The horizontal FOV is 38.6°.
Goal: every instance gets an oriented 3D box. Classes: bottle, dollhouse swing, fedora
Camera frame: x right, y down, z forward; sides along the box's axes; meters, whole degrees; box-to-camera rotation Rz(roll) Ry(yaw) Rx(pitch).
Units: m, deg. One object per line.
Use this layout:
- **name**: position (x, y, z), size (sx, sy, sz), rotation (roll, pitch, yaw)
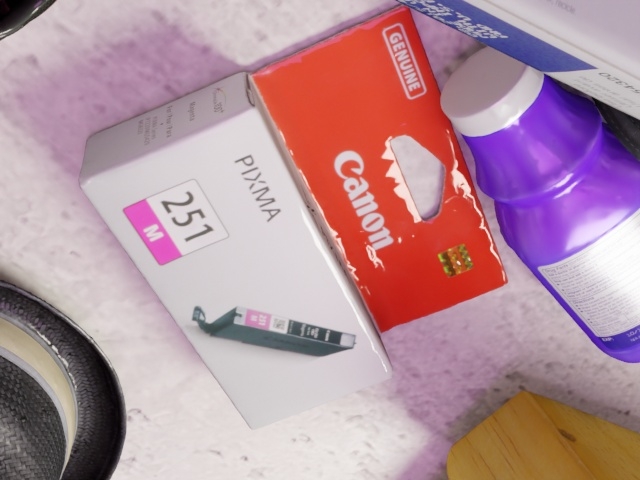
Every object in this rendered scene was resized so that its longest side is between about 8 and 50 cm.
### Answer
- **bottle**: position (0.190, -0.023, 0.661), size (0.118, 0.092, 0.283), rotation (-37, 123, 16)
- **dollhouse swing**: position (0.265, 0.346, 0.813), size (0.347, 0.315, 0.305), rotation (24, 107, -24)
- **fedora**: position (-0.298, 0.183, 0.686), size (0.334, 0.152, 0.334), rotation (-6, 129, -8)

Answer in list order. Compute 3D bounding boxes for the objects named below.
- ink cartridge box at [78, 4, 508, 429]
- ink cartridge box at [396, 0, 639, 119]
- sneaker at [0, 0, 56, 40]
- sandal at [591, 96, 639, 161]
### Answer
- **ink cartridge box**: position (0.000, 0.000, 0.669), size (0.239, 0.060, 0.275), rotation (-22, 127, 8)
- **ink cartridge box**: position (0.185, -0.217, 0.398), size (0.324, 0.071, 0.330), rotation (20, 89, -22)
- **sneaker**: position (-0.207, -0.137, 0.520), size (0.178, 0.077, 0.072), rotation (-34, 123, 16)
- **sandal**: position (0.277, -0.069, 0.600), size (0.446, 0.167, 0.107), rotation (33, 121, -29)
